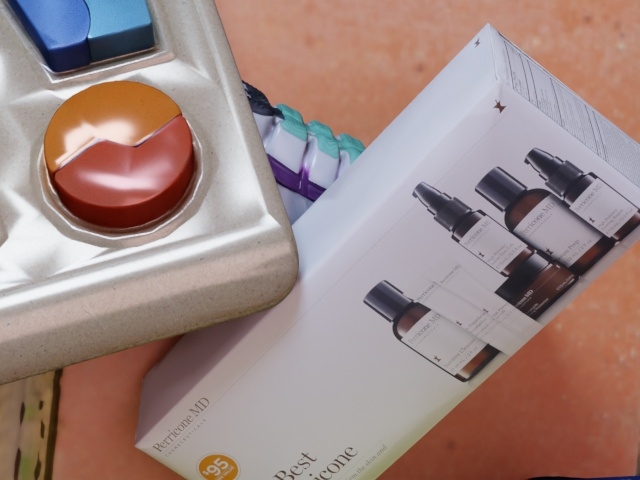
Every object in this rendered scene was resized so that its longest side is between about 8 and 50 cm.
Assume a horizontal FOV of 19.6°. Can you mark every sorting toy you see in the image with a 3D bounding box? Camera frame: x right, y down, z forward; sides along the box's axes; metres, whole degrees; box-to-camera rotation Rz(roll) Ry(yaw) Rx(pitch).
[{"bbox_3d":[-0.184,-0.042,0.778,0.307,0.041,0.229,-16,69,-8],"label":"sorting toy"}]

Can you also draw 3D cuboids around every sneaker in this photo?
[{"bbox_3d":[0.000,0.000,0.872,0.224,0.083,0.098,28,100,-7],"label":"sneaker"}]

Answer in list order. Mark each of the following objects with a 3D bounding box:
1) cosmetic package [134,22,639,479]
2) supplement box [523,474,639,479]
[{"bbox_3d":[0.029,0.027,0.808,0.099,0.060,0.239,36,116,-18],"label":"cosmetic package"},{"bbox_3d":[0.008,0.234,0.770,0.357,0.194,0.195,-15,86,-22],"label":"supplement box"}]
